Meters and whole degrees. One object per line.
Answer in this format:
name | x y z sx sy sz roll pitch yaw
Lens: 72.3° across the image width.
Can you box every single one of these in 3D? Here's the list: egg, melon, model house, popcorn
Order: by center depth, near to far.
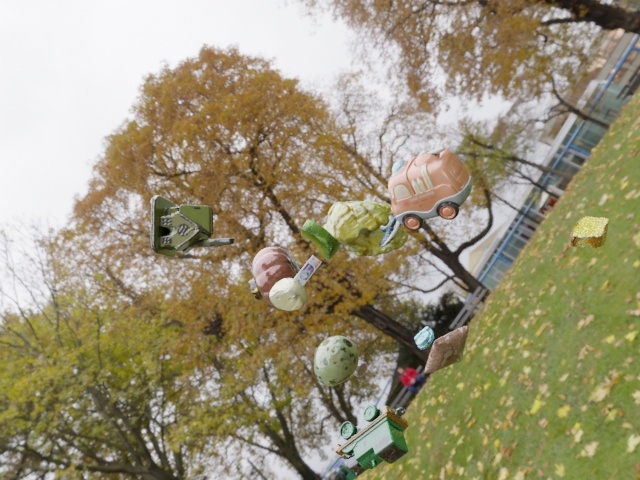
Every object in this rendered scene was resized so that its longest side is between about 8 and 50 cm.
model house | -0.454 -0.059 1.624 0.205 0.279 0.218 57 -151 -82
melon | 0.000 0.000 1.796 0.064 0.209 0.118 -56 22 -20
egg | 0.059 0.498 1.798 0.177 0.177 0.228 -9 -49 -57
popcorn | 0.195 -0.074 1.941 0.334 0.292 0.293 23 -53 -27

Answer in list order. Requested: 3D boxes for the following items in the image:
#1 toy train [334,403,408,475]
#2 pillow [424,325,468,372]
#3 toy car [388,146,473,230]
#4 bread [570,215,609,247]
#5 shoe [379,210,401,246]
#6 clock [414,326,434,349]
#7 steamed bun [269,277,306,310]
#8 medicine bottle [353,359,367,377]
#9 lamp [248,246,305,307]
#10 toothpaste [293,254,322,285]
toy train | 0.250 0.955 2.075 0.429 0.249 0.178 -43 -64 13
pillow | 0.595 0.516 2.050 0.223 0.084 0.236 -16 -53 -22
toy car | 0.332 -0.178 1.395 0.271 0.212 0.180 -19 25 41
bread | 0.940 -0.027 1.530 0.187 0.103 0.065 -33 -57 -45
shoe | 0.267 -0.040 1.713 0.142 0.071 0.064 -63 -19 12
clock | 0.552 0.528 2.320 0.108 0.045 0.147 -48 8 16
steamed bun | -0.104 0.181 1.483 0.130 0.112 0.090 -24 28 36
medicine bottle | 0.109 0.528 1.942 0.122 0.213 0.121 -16 -65 -39
lamp | -0.209 0.178 2.023 0.240 0.305 0.305 -29 -25 3
toothpaste | -0.070 0.141 1.590 0.196 0.047 0.040 -51 -7 -22
